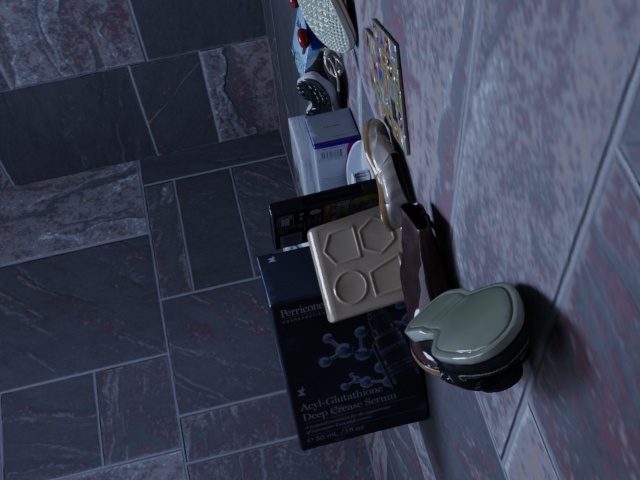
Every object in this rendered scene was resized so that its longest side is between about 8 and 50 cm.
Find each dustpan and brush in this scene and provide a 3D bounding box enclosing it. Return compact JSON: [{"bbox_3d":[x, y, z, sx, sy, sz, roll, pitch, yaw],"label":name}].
[{"bbox_3d":[0.082,-0.124,2.022,0.211,0.060,0.147,94,163,-74],"label":"dustpan and brush"}]

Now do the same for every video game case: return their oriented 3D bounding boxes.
[{"bbox_3d":[0.020,-0.054,1.804,0.275,0.248,0.035,96,160,-76],"label":"video game case"}]

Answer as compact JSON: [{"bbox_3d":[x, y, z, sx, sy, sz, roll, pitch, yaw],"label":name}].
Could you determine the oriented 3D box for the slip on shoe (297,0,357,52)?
[{"bbox_3d":[-0.001,-0.534,1.743,0.123,0.101,0.331,-14,102,61],"label":"slip on shoe"}]

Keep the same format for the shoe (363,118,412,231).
[{"bbox_3d":[0.128,-0.124,1.581,0.076,0.058,0.219,21,-126,-58],"label":"shoe"}]

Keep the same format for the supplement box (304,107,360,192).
[{"bbox_3d":[0.035,-0.193,2.095,0.220,0.111,0.114,83,173,-49],"label":"supplement box"}]

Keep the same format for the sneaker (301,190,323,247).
[{"bbox_3d":[0.035,0.048,2.040,0.182,0.127,0.315,-135,25,-62],"label":"sneaker"}]

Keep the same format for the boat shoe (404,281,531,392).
[{"bbox_3d":[0.198,0.133,1.085,0.113,0.127,0.340,48,168,-4],"label":"boat shoe"}]

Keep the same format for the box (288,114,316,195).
[{"bbox_3d":[-0.009,-0.233,2.451,0.182,0.119,0.181,84,172,-50],"label":"box"}]

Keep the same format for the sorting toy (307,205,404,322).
[{"bbox_3d":[0.087,0.041,1.685,0.038,0.208,0.193,22,-129,-64],"label":"sorting toy"}]

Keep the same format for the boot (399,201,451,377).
[{"bbox_3d":[0.167,0.074,1.373,0.248,0.090,0.206,-104,1,-62],"label":"boot"}]

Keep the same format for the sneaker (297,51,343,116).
[{"bbox_3d":[0.017,-0.353,2.109,0.271,0.100,0.108,71,-143,-70],"label":"sneaker"}]

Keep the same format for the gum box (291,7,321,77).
[{"bbox_3d":[-0.027,-0.502,2.130,0.157,0.041,0.184,-108,24,-48],"label":"gum box"}]

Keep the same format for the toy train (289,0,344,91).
[{"bbox_3d":[0.010,-0.428,1.875,0.143,0.105,0.248,-19,-84,-84],"label":"toy train"}]

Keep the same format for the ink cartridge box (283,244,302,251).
[{"bbox_3d":[0.000,0.000,2.454,0.153,0.208,0.086,-136,37,-80],"label":"ink cartridge box"}]

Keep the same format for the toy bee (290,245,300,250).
[{"bbox_3d":[0.046,-0.041,2.270,0.298,0.162,0.195,5,119,54],"label":"toy bee"}]

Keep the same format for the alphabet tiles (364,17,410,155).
[{"bbox_3d":[0.113,-0.285,1.544,0.237,0.009,0.198,-111,10,-58],"label":"alphabet tiles"}]

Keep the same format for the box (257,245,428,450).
[{"bbox_3d":[0.051,0.213,1.900,0.212,0.294,0.395,-112,10,-61],"label":"box"}]
